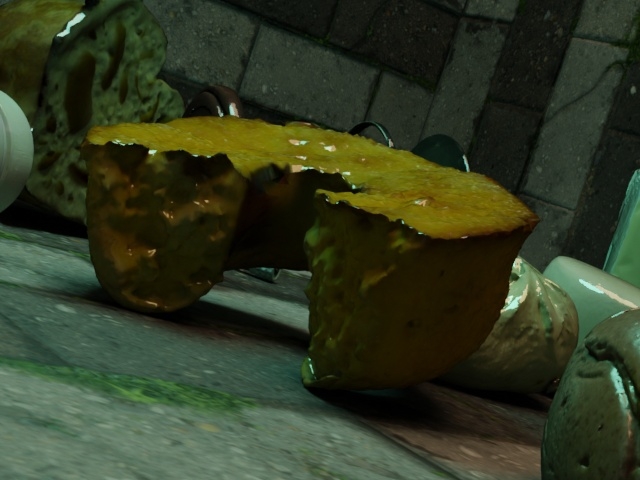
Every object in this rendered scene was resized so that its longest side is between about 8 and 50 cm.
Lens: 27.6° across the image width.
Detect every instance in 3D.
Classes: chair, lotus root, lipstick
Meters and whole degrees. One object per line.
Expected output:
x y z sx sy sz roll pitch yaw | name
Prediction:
-0.036 -0.059 1.617 0.401 0.226 0.226 9 8 -25 | chair
-0.316 -0.174 1.621 0.250 0.316 0.316 18 3 37 | lotus root
-0.111 0.025 1.769 0.116 0.037 0.037 14 3 18 | lipstick

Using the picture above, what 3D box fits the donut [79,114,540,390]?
0.000 0.000 1.245 0.435 0.163 0.377 18 17 31 | donut

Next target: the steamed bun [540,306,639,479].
0.294 0.134 0.914 0.251 0.199 0.301 18 5 -7 | steamed bun

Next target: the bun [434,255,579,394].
0.164 0.073 1.462 0.259 0.160 0.259 16 2 -1 | bun

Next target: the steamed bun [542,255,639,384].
0.356 0.125 1.575 0.242 0.146 0.164 29 12 15 | steamed bun

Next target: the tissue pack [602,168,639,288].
0.633 0.100 2.017 0.405 0.332 0.205 19 8 8 | tissue pack

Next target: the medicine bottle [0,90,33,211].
-0.364 -0.083 1.097 0.170 0.170 0.293 19 3 12 | medicine bottle
